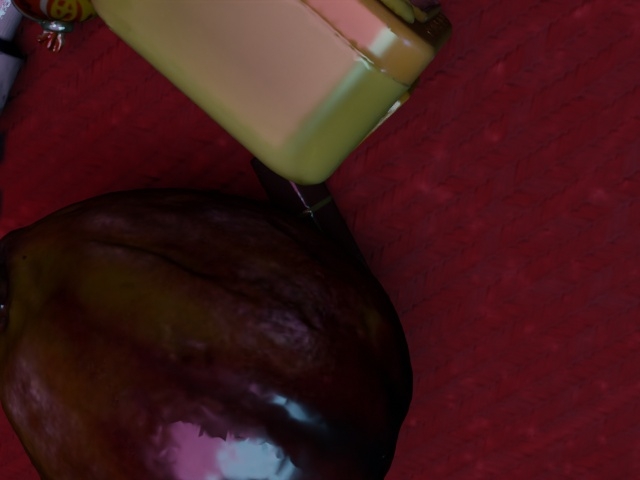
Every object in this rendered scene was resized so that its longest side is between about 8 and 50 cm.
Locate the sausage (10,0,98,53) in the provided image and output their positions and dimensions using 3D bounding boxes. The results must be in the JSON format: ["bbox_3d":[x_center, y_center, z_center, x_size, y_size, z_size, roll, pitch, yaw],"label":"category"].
[{"bbox_3d":[-0.136,-0.238,0.512,0.083,0.083,0.264,16,109,6],"label":"sausage"}]

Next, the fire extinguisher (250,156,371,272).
[{"bbox_3d":[0.000,0.000,0.570,0.056,0.039,0.132,-17,105,48],"label":"fire extinguisher"}]

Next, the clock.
[{"bbox_3d":[-0.011,-0.117,0.453,0.143,0.202,0.096,39,109,-3],"label":"clock"}]

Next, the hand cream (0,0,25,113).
[{"bbox_3d":[-0.261,-0.059,0.599,0.084,0.050,0.257,37,111,-4],"label":"hand cream"}]

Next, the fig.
[{"bbox_3d":[-0.064,0.085,0.508,0.224,0.224,0.263,-32,88,17],"label":"fig"}]
